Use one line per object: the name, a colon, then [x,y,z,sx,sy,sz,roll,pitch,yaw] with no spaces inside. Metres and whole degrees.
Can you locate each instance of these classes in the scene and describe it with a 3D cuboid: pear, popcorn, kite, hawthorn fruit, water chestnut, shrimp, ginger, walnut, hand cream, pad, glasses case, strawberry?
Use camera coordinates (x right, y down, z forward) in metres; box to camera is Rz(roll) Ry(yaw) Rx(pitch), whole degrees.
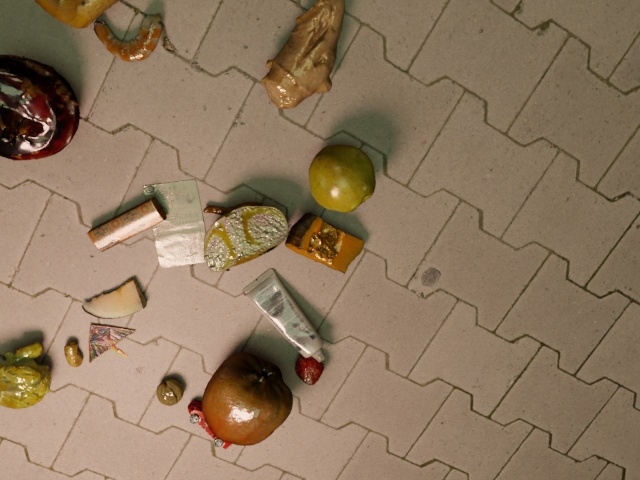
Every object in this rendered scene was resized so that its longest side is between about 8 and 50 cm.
pear: [0.063,-0.178,1.651,0.198,0.198,0.198,-2,108,-5]
popcorn: [-0.913,0.411,1.754,0.198,0.198,0.212,10,82,-9]
kite: [-0.678,0.323,1.824,0.190,0.010,0.159,-33,110,7]
hawthorn fruit: [-0.247,0.514,1.804,0.268,0.267,0.301,37,109,-15]
water chestnut: [-0.781,-0.331,1.466,0.300,0.300,0.299,-2,108,-5]
shrimp: [-0.517,-0.569,1.539,0.166,0.049,0.161,32,104,-7]
ginger: [-0.030,-0.519,1.557,0.190,0.126,0.353,22,106,-7]
walnut: [-0.490,0.495,1.863,0.092,0.092,0.092,-2,108,-5]
hand cream: [-0.099,0.253,1.830,0.124,0.078,0.340,-38,95,8]
pad: [-0.432,-0.048,1.730,0.160,0.009,0.264,-8,109,-4]
glasses case: [-0.570,-0.046,1.689,0.218,0.049,0.075,-26,108,6]
strawberry: [-0.036,0.423,1.878,0.106,0.106,0.106,-2,108,-5]

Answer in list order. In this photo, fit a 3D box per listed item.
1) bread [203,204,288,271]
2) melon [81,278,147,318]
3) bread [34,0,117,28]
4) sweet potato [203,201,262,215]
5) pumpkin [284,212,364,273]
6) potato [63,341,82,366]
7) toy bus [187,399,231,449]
bread: [-0.229,-0.011,1.694,0.261,0.156,0.158,-23,87,-11]
melon: [-0.636,0.198,1.767,0.182,0.054,0.097,-25,103,2]
bread: [-0.640,-0.733,1.358,0.239,0.264,0.395,-33,109,10]
sweet potato: [-0.260,-0.091,1.717,0.179,0.044,0.044,-7,108,2]
pumpkin: [0.001,0.002,1.736,0.248,0.126,0.130,33,76,-40]
potato: [-0.783,0.358,1.807,0.045,0.047,0.092,-33,126,-39]
toy bus: [-0.357,0.602,1.912,0.089,0.081,0.195,-40,107,-3]
